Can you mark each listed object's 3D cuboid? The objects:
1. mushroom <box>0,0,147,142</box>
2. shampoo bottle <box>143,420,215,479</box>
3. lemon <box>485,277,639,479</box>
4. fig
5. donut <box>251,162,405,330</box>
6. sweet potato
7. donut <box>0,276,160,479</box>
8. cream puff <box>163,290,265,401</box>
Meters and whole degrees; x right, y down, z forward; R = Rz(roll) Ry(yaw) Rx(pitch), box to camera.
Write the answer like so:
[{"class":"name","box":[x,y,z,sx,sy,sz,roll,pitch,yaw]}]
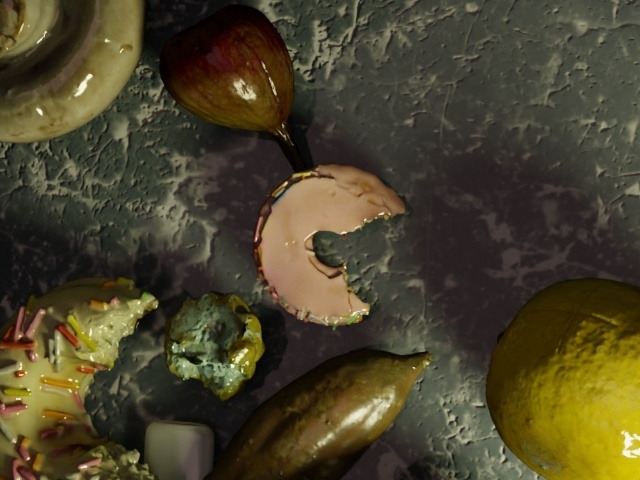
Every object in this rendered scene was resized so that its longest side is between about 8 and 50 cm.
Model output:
[{"class":"mushroom","box":[-0.435,-0.324,1.750,0.362,0.294,0.362,-1,87,12]},{"class":"shampoo bottle","box":[-0.214,0.380,1.809,0.108,0.051,0.221,4,89,10]},{"class":"lemon","box":[0.365,0.190,1.584,0.297,0.297,0.297,0,88,11]},{"class":"fig","box":[-0.093,-0.217,1.779,0.290,0.190,0.191,36,96,-27]},{"class":"donut","box":[0.000,0.000,1.751,0.199,0.085,0.233,21,92,-6]},{"class":"sweet potato","box":[-0.004,0.259,1.726,0.370,0.158,0.158,-45,81,8]},{"class":"donut","box":[-0.368,0.241,1.776,0.307,0.150,0.371,-9,83,24]},{"class":"cream puff","box":[-0.150,0.154,1.772,0.156,0.121,0.156,12,133,13]}]
